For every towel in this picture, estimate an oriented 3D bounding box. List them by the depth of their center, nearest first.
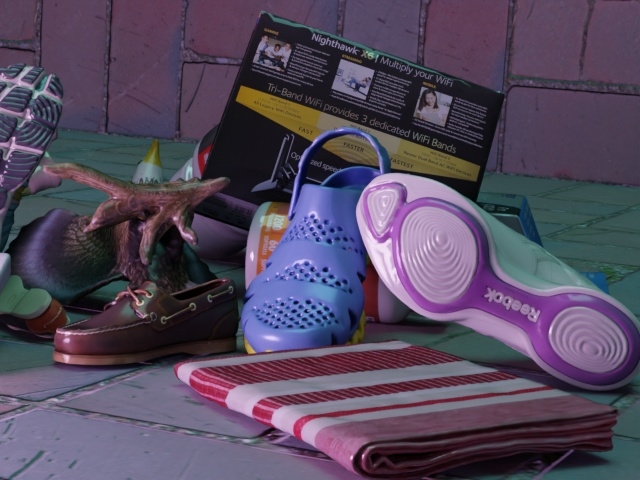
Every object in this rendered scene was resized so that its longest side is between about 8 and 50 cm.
[{"bbox_3d":[0.050,0.132,1.381,0.237,0.037,0.329,-3,8,-28],"label":"towel"}]

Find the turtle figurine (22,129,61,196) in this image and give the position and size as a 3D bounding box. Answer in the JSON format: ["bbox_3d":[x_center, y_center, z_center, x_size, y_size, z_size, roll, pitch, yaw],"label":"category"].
[{"bbox_3d":[-0.441,-0.078,1.899,0.266,0.197,0.275,-31,31,-24],"label":"turtle figurine"}]

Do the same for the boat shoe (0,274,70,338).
[{"bbox_3d":[-0.289,0.067,1.669,0.137,0.049,0.043,10,-32,54],"label":"boat shoe"}]

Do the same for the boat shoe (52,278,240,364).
[{"bbox_3d":[-0.161,0.073,1.578,0.073,0.073,0.207,12,12,41],"label":"boat shoe"}]

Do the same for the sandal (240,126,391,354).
[{"bbox_3d":[0.000,0.000,1.652,0.126,0.138,0.317,6,39,11],"label":"sandal"}]

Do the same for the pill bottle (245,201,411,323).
[{"bbox_3d":[0.035,0.025,1.827,0.216,0.121,0.121,5,8,10],"label":"pill bottle"}]

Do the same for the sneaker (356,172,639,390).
[{"bbox_3d":[0.165,0.045,1.618,0.305,0.114,0.152,35,4,6],"label":"sneaker"}]

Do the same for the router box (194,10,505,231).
[{"bbox_3d":[0.035,-0.102,1.967,0.309,0.243,0.081,19,-24,-2],"label":"router box"}]

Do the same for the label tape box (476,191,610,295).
[{"bbox_3d":[0.188,-0.001,2.132,0.348,0.115,0.249,3,8,8],"label":"label tape box"}]

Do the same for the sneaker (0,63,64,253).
[{"bbox_3d":[-0.345,-0.054,1.733,0.107,0.275,0.110,22,-14,1],"label":"sneaker"}]

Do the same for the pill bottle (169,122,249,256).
[{"bbox_3d":[-0.060,-0.103,2.168,0.283,0.161,0.161,-36,-19,36],"label":"pill bottle"}]

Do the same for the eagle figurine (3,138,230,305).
[{"bbox_3d":[-0.201,0.000,1.844,0.226,0.225,0.298,42,-29,-2],"label":"eagle figurine"}]

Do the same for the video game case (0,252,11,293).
[{"bbox_3d":[-0.442,0.051,1.538,0.285,0.025,0.204,5,25,2],"label":"video game case"}]
